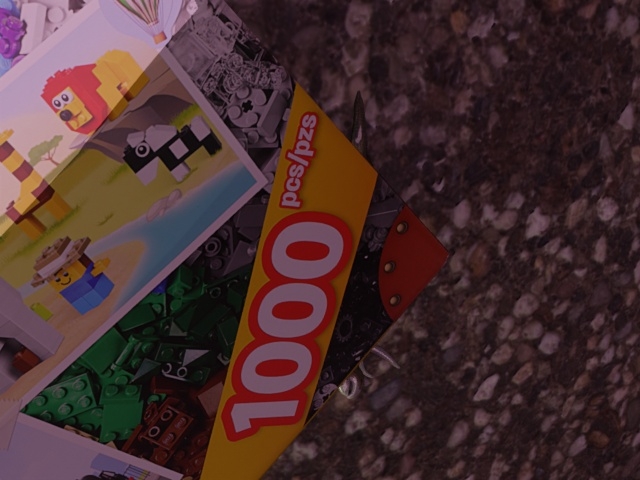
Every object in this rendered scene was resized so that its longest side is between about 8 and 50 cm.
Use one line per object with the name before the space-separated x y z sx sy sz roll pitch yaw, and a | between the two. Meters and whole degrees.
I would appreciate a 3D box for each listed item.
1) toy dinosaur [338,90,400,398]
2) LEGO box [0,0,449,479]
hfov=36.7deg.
toy dinosaur | 0.000 0.000 0.919 0.160 0.121 0.313 -14 119 -45
LEGO box | -0.225 0.061 0.561 0.500 0.193 0.372 -49 127 -4
